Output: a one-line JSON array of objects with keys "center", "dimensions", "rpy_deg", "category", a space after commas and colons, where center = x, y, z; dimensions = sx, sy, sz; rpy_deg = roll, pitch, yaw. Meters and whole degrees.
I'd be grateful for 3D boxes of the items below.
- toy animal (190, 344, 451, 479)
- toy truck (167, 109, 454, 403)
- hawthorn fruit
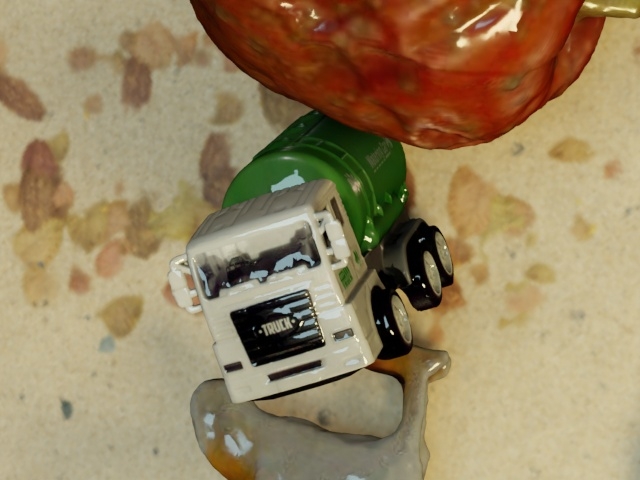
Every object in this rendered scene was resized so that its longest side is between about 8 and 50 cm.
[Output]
[{"center": [0.052, 0.191, 1.113], "dimensions": [0.284, 0.225, 0.302], "rpy_deg": [8, 73, 2], "category": "toy animal"}, {"center": [0.000, 0.000, 1.104], "dimensions": [0.101, 0.242, 0.125], "rpy_deg": [-16, 102, 16], "category": "toy truck"}, {"center": [0.044, -0.176, 1.098], "dimensions": [0.258, 0.258, 0.262], "rpy_deg": [-37, 76, 12], "category": "hawthorn fruit"}]
